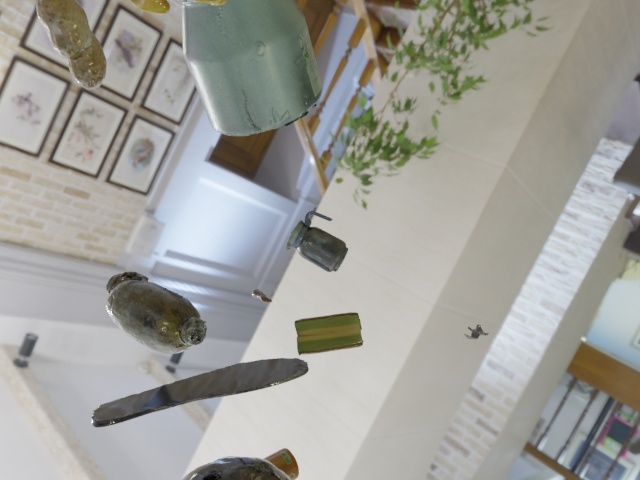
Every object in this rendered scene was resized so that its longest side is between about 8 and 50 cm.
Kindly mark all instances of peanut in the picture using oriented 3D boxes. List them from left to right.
[{"bbox_3d":[-0.525,-0.424,1.186,0.085,0.104,0.228,2,149,9],"label":"peanut"}]

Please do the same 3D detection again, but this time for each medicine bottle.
[{"bbox_3d":[-0.144,-0.380,1.033,0.245,0.245,0.290,31,149,43],"label":"medicine bottle"},{"bbox_3d":[-0.163,0.678,1.583,0.191,0.096,0.096,-16,-148,-35],"label":"medicine bottle"}]

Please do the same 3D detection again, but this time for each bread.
[{"bbox_3d":[0.005,0.188,1.110,0.139,0.074,0.084,-6,169,-21],"label":"bread"}]

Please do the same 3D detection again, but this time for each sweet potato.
[{"bbox_3d":[-0.162,0.147,1.475,0.026,0.026,0.115,24,177,-30],"label":"sweet potato"}]

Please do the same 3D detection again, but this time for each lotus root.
[{"bbox_3d":[-0.425,0.200,1.443,0.349,0.175,0.175,23,-178,32],"label":"lotus root"}]

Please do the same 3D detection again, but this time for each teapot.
[{"bbox_3d":[-0.001,0.002,0.773,0.083,0.064,0.049,30,-153,-1],"label":"teapot"}]

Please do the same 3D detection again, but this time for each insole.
[{"bbox_3d":[-0.168,0.214,0.795,0.309,0.012,0.110,-12,-168,-16],"label":"insole"}]

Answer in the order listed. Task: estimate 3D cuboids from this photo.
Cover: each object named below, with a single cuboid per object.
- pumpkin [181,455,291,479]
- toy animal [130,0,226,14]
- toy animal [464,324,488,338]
[{"bbox_3d":[-0.199,0.747,1.295,0.454,0.455,0.344,25,144,-18],"label":"pumpkin"},{"bbox_3d":[-0.099,-0.281,0.444,0.156,0.229,0.156,27,-132,-35],"label":"toy animal"},{"bbox_3d":[0.400,0.229,1.400,0.050,0.028,0.084,-11,-176,41],"label":"toy animal"}]
